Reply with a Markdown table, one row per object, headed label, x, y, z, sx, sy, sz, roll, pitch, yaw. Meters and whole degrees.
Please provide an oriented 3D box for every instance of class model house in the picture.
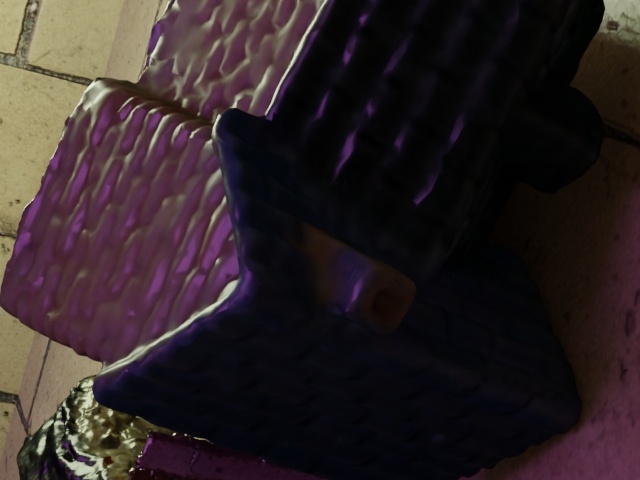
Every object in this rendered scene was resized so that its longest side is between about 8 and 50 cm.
| label | x | y | z | sx | sy | sz | roll | pitch | yaw |
| --- | --- | --- | --- | --- | --- | --- | --- | --- | --- |
| model house | 0.049 | -0.029 | 1.317 | 0.400 | 0.395 | 0.445 | 22 | 87 | 59 |

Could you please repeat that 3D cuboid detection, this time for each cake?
| label | x | y | z | sx | sy | sz | roll | pitch | yaw |
| --- | --- | --- | --- | --- | --- | --- | --- | --- | --- |
| cake | -0.027 | 0.248 | 1.439 | 0.113 | 0.295 | 0.116 | 115 | 171 | -80 |

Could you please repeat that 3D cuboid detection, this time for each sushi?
| label | x | y | z | sx | sy | sz | roll | pitch | yaw |
| --- | --- | --- | --- | --- | --- | --- | --- | --- | --- |
| sushi | -0.239 | 0.321 | 2.025 | 0.171 | 0.211 | 0.350 | -44 | 33 | 16 |

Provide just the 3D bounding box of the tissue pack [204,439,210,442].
| label | x | y | z | sx | sy | sz | roll | pitch | yaw |
| --- | --- | --- | --- | --- | --- | --- | --- | --- | --- |
| tissue pack | -0.090 | 0.432 | 1.567 | 0.332 | 0.205 | 0.405 | -47 | 36 | 48 |
